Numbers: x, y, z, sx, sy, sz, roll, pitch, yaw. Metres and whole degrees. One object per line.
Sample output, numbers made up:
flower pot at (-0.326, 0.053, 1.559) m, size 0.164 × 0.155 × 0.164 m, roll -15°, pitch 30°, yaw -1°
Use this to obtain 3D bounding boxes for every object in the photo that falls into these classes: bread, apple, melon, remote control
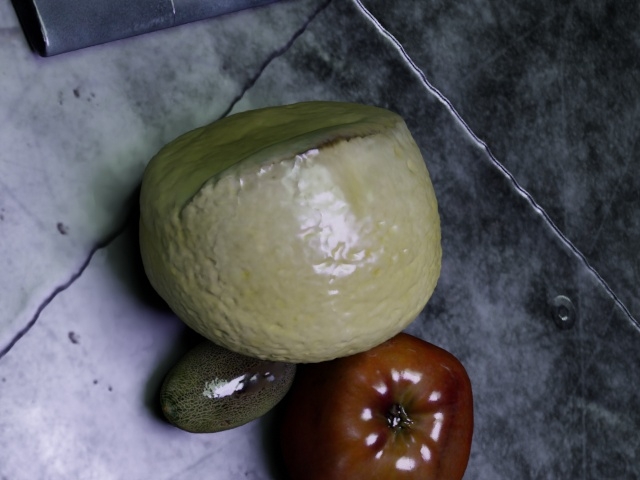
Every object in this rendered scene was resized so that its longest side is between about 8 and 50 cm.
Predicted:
bread at (-0.028, -0.014, 1.314) m, size 0.320 × 0.320 × 0.237 m, roll -16°, pitch 112°, yaw -37°
apple at (0.064, 0.207, 1.364) m, size 0.234 × 0.234 × 0.234 m, roll 10°, pitch 73°, yaw -33°
melon at (-0.098, 0.149, 1.337) m, size 0.162 × 0.099 × 0.099 m, roll -25°, pitch 93°, yaw -34°
remote control at (-0.171, -0.295, 1.431) m, size 0.377 × 0.044 × 0.107 m, roll -23°, pitch 87°, yaw -38°
